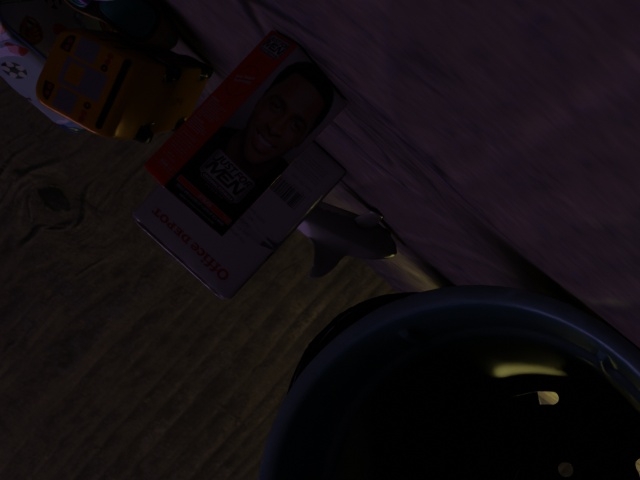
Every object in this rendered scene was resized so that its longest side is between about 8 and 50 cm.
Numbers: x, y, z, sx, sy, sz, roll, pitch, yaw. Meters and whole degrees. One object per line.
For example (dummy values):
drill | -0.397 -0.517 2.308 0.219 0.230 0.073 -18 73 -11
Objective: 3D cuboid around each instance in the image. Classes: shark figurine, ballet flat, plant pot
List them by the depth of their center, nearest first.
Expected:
plant pot | 0.168 0.233 0.806 0.341 0.341 0.334 42 -174 25
ballet flat | -0.274 -0.315 1.223 0.232 0.080 0.073 43 -170 23
shark figurine | -0.021 -0.009 1.312 0.278 0.116 0.166 19 173 -4

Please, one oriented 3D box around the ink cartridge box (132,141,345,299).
ink cartridge box | -0.100 -0.056 1.168 0.160 0.219 0.092 43 179 1

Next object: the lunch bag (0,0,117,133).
lunch bag | -0.380 -0.317 1.379 0.115 0.243 0.303 -8 147 27

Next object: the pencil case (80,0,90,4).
pencil case | -0.174 -0.226 0.714 0.086 0.088 0.206 41 179 -21

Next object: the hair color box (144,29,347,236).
hair color box | -0.055 -0.080 0.700 0.072 0.141 0.043 43 178 -41

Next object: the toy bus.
toy bus | -0.249 -0.211 1.259 0.130 0.108 0.332 27 -168 1

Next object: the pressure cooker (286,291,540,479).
pressure cooker | 0.168 0.289 1.444 0.420 0.376 0.369 44 -143 -70
